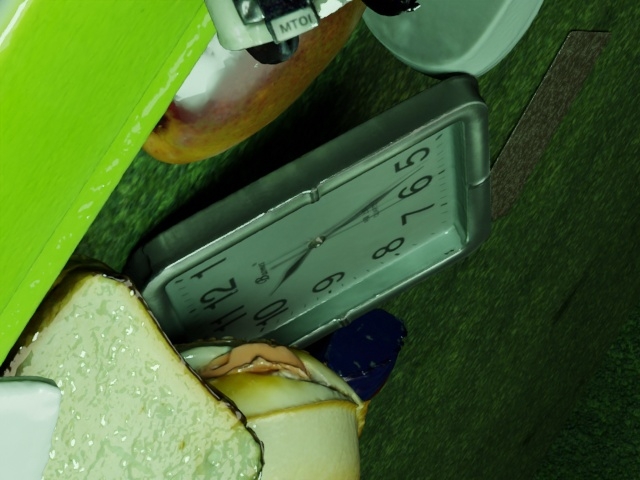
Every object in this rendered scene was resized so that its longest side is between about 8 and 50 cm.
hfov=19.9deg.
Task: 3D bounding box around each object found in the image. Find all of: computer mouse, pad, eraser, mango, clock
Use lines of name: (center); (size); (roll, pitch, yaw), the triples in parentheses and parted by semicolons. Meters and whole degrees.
computer mouse: (0.102, -0.212, 1.211); (0.079, 0.128, 0.231); (-30, 153, -53)
pad: (0.226, -0.117, 1.903); (0.235, 0.003, 0.158); (-62, 162, 17)
eraser: (-0.154, -0.063, 0.851); (0.274, 0.092, 0.210); (-57, 163, 7)
mango: (-0.020, -0.159, 0.995); (0.267, 0.111, 0.133); (-55, 147, 0)
clock: (0.000, -0.001, 1.321); (0.279, 0.049, 0.273); (-29, 158, -7)

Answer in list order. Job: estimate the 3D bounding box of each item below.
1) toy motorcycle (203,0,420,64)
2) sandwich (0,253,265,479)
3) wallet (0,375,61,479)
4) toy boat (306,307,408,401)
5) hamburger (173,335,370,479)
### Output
toy motorcycle: (-0.021, -0.184, 0.806); (0.157, 0.091, 0.263); (57, 22, -33)
sandwich: (-0.144, 0.127, 1.088); (0.186, 0.065, 0.214); (-50, 130, -13)
wallet: (-0.230, 0.123, 0.953); (0.183, 0.032, 0.124); (0, 124, -30)
toy boat: (-0.036, 0.189, 1.690); (0.318, 0.072, 0.219); (-50, 167, 14)
hamburger: (-0.071, 0.156, 1.297); (0.237, 0.147, 0.237); (-13, 158, -5)
